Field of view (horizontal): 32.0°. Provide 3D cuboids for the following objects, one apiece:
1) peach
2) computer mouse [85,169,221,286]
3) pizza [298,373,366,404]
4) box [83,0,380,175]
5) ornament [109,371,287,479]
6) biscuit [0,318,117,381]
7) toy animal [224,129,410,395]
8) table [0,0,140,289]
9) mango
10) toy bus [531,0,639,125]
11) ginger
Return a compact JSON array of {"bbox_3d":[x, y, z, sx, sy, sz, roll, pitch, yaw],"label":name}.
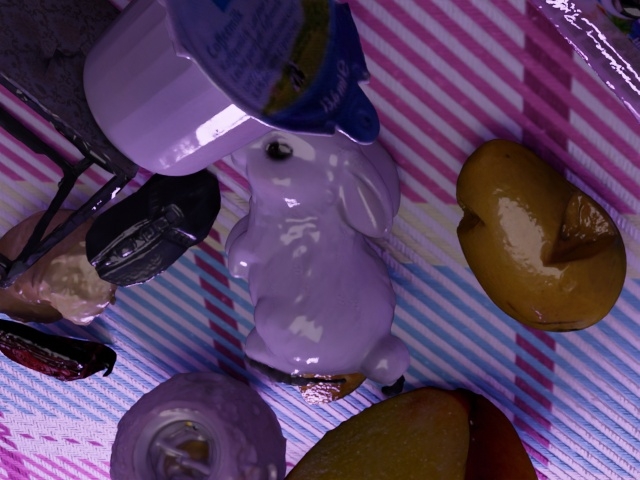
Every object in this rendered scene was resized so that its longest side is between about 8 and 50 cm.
[{"bbox_3d":[0.130,0.412,1.543,0.335,0.406,0.310,18,144,56],"label":"peach"},{"bbox_3d":[-0.204,-0.020,1.394,0.106,0.192,0.062,55,169,-9],"label":"computer mouse"},{"bbox_3d":[0.008,0.163,1.571,0.134,0.046,0.175,36,130,-18],"label":"pizza"},{"bbox_3d":[-0.102,-0.174,1.169,0.291,0.262,0.206,42,134,-23],"label":"box"},{"bbox_3d":[-0.172,0.318,1.625,0.259,0.259,0.225,5,167,11],"label":"ornament"},{"bbox_3d":[-0.385,0.159,1.591,0.151,0.063,0.235,21,175,4],"label":"biscuit"},{"bbox_3d":[0.000,0.000,1.349,0.258,0.194,0.357,12,125,18],"label":"toy animal"},{"bbox_3d":[-0.382,-0.171,1.264,0.335,0.222,0.272,41,127,-20],"label":"table"},{"bbox_3d":[0.251,-0.004,1.303,0.167,0.130,0.262,-32,112,32],"label":"mango"},{"bbox_3d":[0.328,-0.209,1.125,0.274,0.090,0.112,42,135,-22],"label":"toy bus"},{"bbox_3d":[-0.365,0.039,1.503,0.138,0.152,0.267,18,160,-34],"label":"ginger"}]
